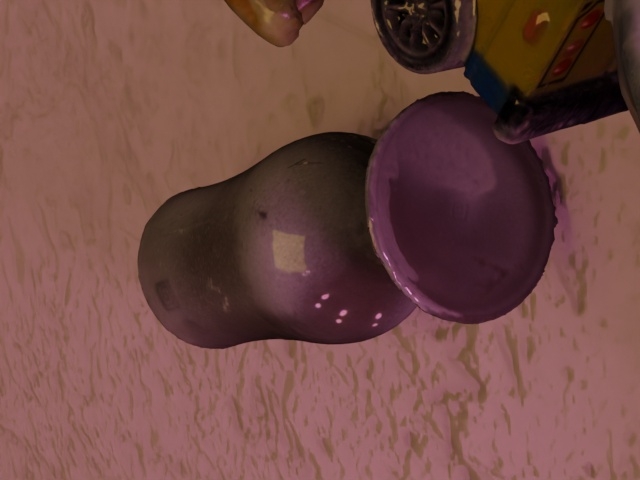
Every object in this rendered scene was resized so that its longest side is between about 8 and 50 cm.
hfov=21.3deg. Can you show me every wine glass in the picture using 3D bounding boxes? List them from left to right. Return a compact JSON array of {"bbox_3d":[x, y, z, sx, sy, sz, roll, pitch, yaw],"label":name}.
[{"bbox_3d":[0.000,0.000,0.817,0.231,0.103,0.103,-12,95,56],"label":"wine glass"}]

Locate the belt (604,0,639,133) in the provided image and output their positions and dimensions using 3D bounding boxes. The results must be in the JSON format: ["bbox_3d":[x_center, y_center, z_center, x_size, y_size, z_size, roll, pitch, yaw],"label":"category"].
[{"bbox_3d":[0.198,-0.058,0.428,0.258,0.207,0.150,5,146,32],"label":"belt"}]

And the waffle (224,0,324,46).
[{"bbox_3d":[-0.068,-0.184,0.742,0.054,0.204,0.223,-38,29,19],"label":"waffle"}]

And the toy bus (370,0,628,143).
[{"bbox_3d":[0.059,-0.194,0.633,0.287,0.138,0.175,53,140,24],"label":"toy bus"}]
